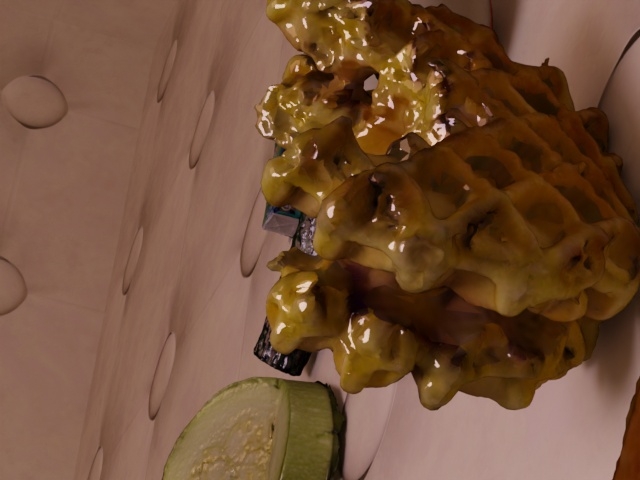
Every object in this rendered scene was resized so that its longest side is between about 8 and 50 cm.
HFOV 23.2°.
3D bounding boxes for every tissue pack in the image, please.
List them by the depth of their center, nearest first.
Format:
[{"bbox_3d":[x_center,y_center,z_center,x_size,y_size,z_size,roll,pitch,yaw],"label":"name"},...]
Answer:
[{"bbox_3d":[-0.017,-0.056,1.748,0.079,0.085,0.111,130,151,-61],"label":"tissue pack"}]

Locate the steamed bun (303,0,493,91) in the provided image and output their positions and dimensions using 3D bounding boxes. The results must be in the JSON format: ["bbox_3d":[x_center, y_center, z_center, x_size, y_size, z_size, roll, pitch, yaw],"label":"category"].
[{"bbox_3d":[0.077,-0.180,1.398,0.232,0.145,0.232,-179,90,-73],"label":"steamed bun"}]

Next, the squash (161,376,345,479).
[{"bbox_3d":[-0.062,0.230,1.559,0.220,0.133,0.220,-55,23,38],"label":"squash"}]

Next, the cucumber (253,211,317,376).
[{"bbox_3d":[0.000,0.000,1.663,0.067,0.067,0.293,-136,64,-74],"label":"cucumber"}]

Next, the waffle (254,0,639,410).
[{"bbox_3d":[0.076,-0.035,1.016,0.324,0.261,0.151,-90,23,-53],"label":"waffle"}]

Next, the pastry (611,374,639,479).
[{"bbox_3d":[0.222,0.110,0.535,0.356,0.164,0.356,-168,90,-71],"label":"pastry"}]
